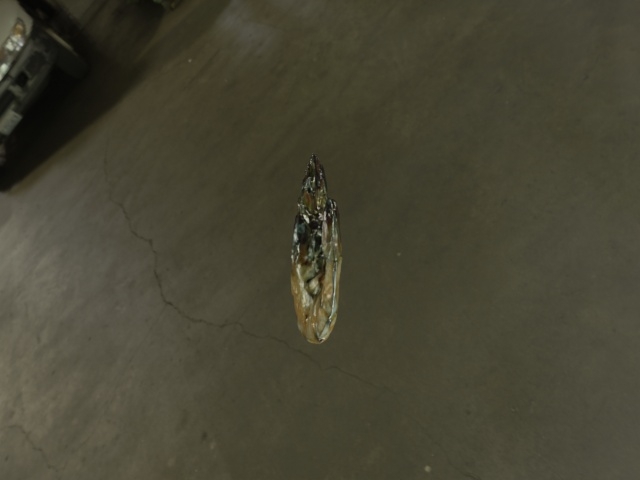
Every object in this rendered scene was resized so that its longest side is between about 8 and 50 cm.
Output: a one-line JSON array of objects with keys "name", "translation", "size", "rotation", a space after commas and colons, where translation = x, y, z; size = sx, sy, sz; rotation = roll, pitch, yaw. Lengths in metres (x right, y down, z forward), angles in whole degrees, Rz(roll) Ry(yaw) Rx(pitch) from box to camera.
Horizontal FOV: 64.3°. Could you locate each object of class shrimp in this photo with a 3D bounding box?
[{"name": "shrimp", "translation": [0.000, 0.000, 0.916], "size": [0.233, 0.071, 0.365], "rotation": [142, 132, -68]}]
